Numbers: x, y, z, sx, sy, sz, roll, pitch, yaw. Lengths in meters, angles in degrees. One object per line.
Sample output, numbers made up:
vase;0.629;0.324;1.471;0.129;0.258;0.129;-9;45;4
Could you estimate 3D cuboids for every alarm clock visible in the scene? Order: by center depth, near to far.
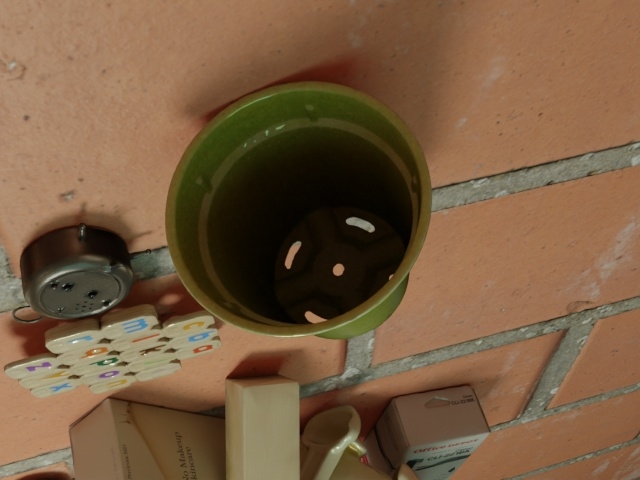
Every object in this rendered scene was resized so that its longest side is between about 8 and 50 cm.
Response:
alarm clock;-0.308;0.055;1.003;0.192;0.064;0.129;-34;145;24

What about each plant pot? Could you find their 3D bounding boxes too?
plant pot;0.000;0.000;0.941;0.276;0.276;0.254;-24;158;5

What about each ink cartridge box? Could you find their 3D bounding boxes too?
ink cartridge box;0.215;0.436;1.769;0.196;0.114;0.273;-5;143;-21

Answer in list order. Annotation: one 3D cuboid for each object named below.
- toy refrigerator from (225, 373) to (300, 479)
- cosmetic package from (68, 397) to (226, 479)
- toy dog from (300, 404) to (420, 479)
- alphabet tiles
toy refrigerator;-0.099;0.366;1.375;0.102;0.270;0.094;-1;-179;-27
cosmetic package;-0.260;0.382;1.402;0.113;0.160;0.309;-37;144;22
toy dog;0.072;0.565;1.615;0.408;0.285;0.395;39;146;-19
alphabet tiles;-0.280;0.157;1.149;0.277;0.021;0.284;-15;157;-8
